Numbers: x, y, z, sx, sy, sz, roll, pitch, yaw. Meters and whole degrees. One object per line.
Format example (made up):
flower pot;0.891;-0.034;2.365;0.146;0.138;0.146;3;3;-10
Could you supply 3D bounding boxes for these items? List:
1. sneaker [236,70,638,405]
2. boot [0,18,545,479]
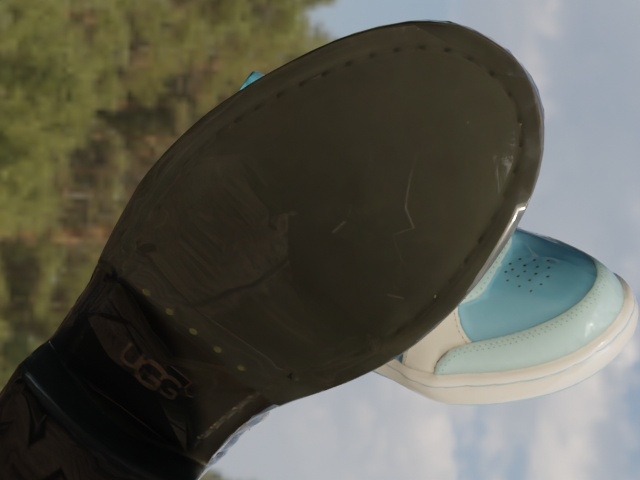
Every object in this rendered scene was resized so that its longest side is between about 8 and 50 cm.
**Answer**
sneaker;0.035;-0.011;1.029;0.127;0.319;0.208;-58;138;-32
boot;-0.013;-0.004;0.586;0.263;0.091;0.229;-42;-176;25
